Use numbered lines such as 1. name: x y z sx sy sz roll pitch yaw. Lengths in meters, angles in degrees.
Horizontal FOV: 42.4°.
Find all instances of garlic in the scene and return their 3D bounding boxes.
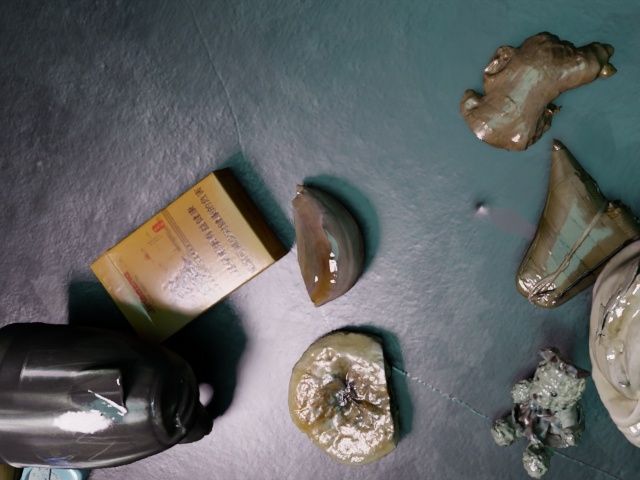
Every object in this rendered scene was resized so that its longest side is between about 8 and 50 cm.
1. garlic: 0.014 0.005 1.271 0.101 0.087 0.196 -9 101 28

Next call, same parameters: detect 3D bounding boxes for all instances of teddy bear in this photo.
1. teddy bear: 0.346 0.242 1.214 0.133 0.111 0.213 47 133 41

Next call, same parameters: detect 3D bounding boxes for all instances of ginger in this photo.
1. ginger: 0.301 -0.224 1.163 0.137 0.074 0.213 44 111 -7

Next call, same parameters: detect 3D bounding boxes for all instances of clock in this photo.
1. clock: -0.490 0.444 1.492 0.108 0.045 0.147 31 107 7

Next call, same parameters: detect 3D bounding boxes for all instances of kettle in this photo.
1. kettle: -0.330 0.266 1.310 0.324 0.321 0.228 -1 58 19

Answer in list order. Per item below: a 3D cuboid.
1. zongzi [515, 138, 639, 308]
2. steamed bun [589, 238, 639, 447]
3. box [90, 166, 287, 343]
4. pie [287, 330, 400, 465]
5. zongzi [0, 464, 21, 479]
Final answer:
1. zongzi: 0.333 -0.018 1.176 0.194 0.099 0.197 -41 91 11
2. steamed bun: 0.511 0.102 1.083 0.346 0.237 0.394 -33 126 20
3. box: -0.215 0.030 1.333 0.274 0.076 0.174 -35 89 17
4. pie: 0.035 0.255 1.327 0.185 0.052 0.218 -11 95 21
5. zongzi: -0.539 0.343 1.461 0.242 0.112 0.221 -19 99 0
